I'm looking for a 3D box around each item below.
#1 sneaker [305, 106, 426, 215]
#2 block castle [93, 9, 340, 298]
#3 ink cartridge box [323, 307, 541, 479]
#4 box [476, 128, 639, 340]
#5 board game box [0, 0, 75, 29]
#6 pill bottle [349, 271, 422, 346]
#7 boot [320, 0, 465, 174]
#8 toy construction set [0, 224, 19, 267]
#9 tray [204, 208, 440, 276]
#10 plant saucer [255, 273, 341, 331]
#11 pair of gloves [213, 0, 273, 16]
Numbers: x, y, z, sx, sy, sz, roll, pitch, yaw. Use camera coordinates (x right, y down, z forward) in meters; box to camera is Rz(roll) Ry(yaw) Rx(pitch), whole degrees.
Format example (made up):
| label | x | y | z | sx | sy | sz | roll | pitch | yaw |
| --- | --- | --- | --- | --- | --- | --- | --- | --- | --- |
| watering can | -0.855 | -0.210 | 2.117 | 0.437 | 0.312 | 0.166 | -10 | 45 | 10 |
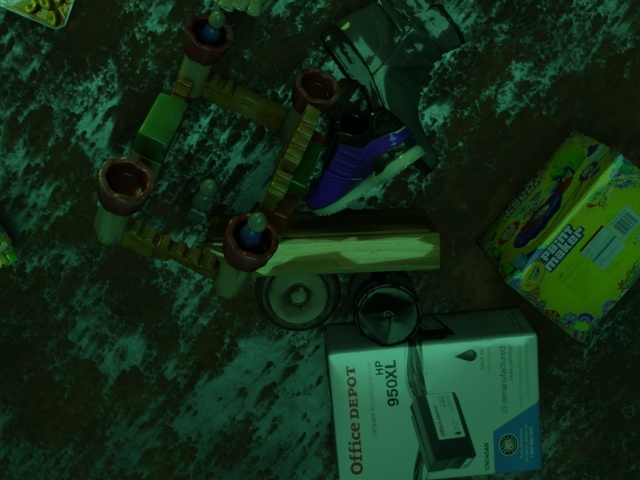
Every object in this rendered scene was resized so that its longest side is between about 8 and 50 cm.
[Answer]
| label | x | y | z | sx | sy | sz | roll | pitch | yaw |
| --- | --- | --- | --- | --- | --- | --- | --- | --- | --- |
| sneaker | 0.055 | -0.154 | 1.828 | 0.293 | 0.102 | 0.146 | -30 | 97 | 47 |
| block castle | -0.159 | -0.156 | 1.687 | 0.303 | 0.453 | 0.213 | 25 | 141 | -6 |
| ink cartridge box | 0.213 | 0.303 | 1.965 | 0.395 | 0.166 | 0.285 | -5 | 104 | 0 |
| box | 0.464 | -0.018 | 1.835 | 0.177 | 0.279 | 0.290 | 38 | 99 | -11 |
| board game box | -0.570 | -0.620 | 1.761 | 0.390 | 0.050 | 0.390 | 22 | 103 | -8 |
| pill bottle | 0.116 | 0.106 | 1.883 | 0.122 | 0.219 | 0.123 | 0 | 104 | -1 |
| boot | 0.177 | -0.303 | 1.841 | 0.222 | 0.118 | 0.338 | -35 | 107 | 1 |
| toy construction set | -0.697 | 0.049 | 1.841 | 0.327 | 0.215 | 0.151 | -18 | 104 | 3 |
| tray | 0.000 | 0.000 | 1.861 | 0.411 | 0.203 | 0.076 | -3 | 104 | -1 |
| plant saucer | -0.043 | 0.102 | 1.976 | 0.168 | 0.029 | 0.168 | 0 | 103 | -2 |
| pair of gloves | -0.189 | -0.471 | 1.752 | 0.240 | 0.204 | 0.042 | 18 | 138 | -10 |
